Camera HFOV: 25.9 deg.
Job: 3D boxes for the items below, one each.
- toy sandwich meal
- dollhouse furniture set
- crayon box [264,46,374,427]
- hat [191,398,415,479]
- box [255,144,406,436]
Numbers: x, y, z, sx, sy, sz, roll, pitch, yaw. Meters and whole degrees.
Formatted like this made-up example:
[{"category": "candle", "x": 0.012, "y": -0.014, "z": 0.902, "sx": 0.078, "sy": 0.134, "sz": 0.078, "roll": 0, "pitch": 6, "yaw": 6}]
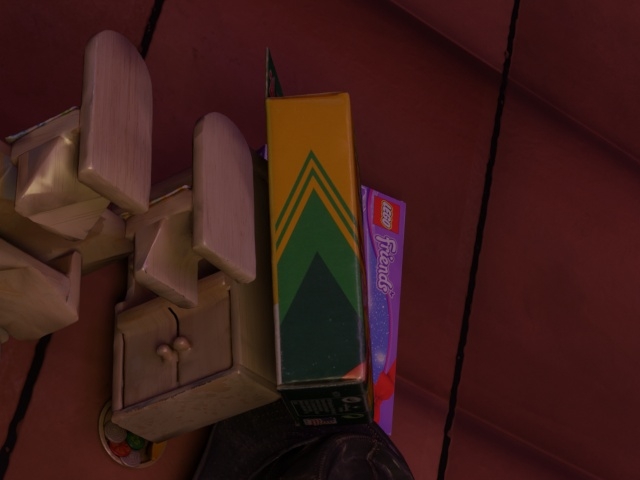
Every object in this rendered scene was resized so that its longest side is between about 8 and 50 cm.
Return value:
[{"category": "toy sandwich meal", "x": -0.180, "y": 0.183, "z": 1.376, "sx": 0.085, "sy": 0.029, "sz": 0.086, "roll": 16, "pitch": 61, "yaw": -31}, {"category": "dollhouse furniture set", "x": -0.211, "y": -0.018, "z": 1.239, "sx": 0.394, "sy": 0.362, "sz": 0.256, "roll": 36, "pitch": 40, "yaw": -45}, {"category": "crayon box", "x": 0.000, "y": 0.000, "z": 1.299, "sx": 0.081, "sy": 0.202, "sz": 0.319, "roll": -5, "pitch": 73, "yaw": 3}, {"category": "hat", "x": 0.020, "y": 0.289, "z": 1.350, "sx": 0.331, "sy": 0.134, "sz": 0.331, "roll": 15, "pitch": 65, "yaw": -34}, {"category": "box", "x": -0.006, "y": 0.061, "z": 1.543, "sx": 0.201, "sy": 0.057, "sz": 0.293, "roll": 22, "pitch": 59, "yaw": -28}]
